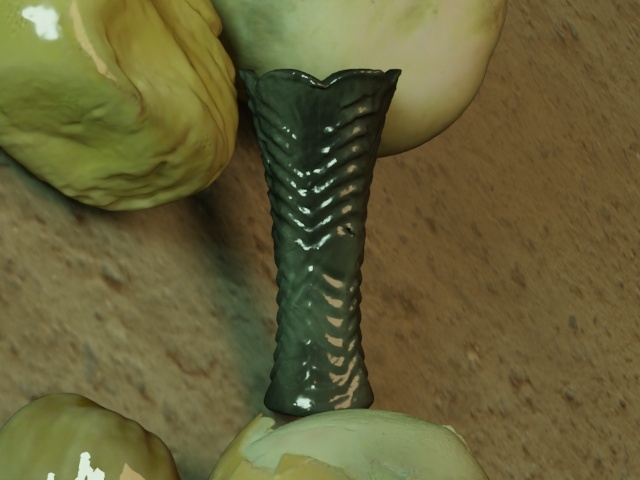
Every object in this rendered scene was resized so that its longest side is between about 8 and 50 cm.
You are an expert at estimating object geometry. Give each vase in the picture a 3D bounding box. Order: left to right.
[{"bbox_3d":[0.000,0.000,1.122,0.115,0.115,0.237,-9,101,-57],"label":"vase"}]

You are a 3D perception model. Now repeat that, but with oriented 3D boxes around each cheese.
[{"bbox_3d":[-0.144,-0.135,1.058,0.226,0.117,0.214,41,36,-43],"label":"cheese"}]

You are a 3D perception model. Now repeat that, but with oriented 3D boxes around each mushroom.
[{"bbox_3d":[0.013,-0.198,1.266,0.254,0.234,0.260,-11,120,-29],"label":"mushroom"}]

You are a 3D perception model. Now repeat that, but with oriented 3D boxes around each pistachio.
[{"bbox_3d":[-0.126,0.175,0.886,0.126,0.108,0.186,-4,79,-32],"label":"pistachio"}]

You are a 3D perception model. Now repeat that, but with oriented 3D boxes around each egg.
[{"bbox_3d":[0.016,0.213,0.982,0.201,0.201,0.244,35,53,-40],"label":"egg"}]
